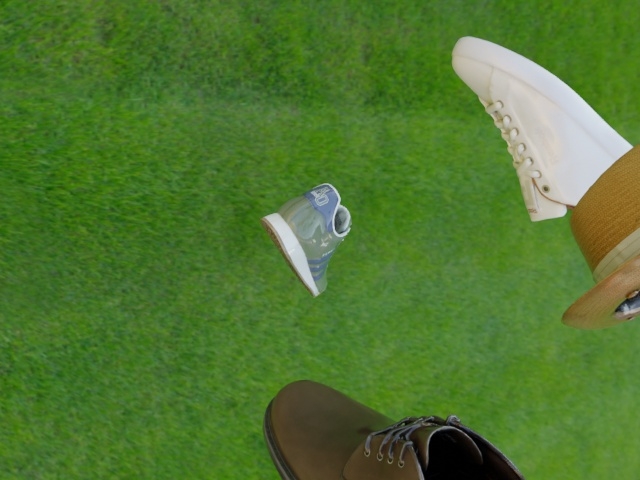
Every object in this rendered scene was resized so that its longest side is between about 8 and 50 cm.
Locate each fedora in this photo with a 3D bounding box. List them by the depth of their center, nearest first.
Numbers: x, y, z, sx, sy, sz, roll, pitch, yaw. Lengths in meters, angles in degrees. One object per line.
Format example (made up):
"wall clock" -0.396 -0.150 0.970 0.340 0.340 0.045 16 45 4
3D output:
"fedora" 0.224 -0.019 0.511 0.194 0.194 0.079 -7 59 -42

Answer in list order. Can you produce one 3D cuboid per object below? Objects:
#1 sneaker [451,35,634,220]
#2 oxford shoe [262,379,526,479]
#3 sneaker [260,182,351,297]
"sneaker" 0.238 -0.097 0.875 0.290 0.106 0.123 40 93 0
"oxford shoe" 0.050 0.123 0.437 0.083 0.227 0.096 -24 124 -36
"sneaker" 0.000 0.000 0.873 0.086 0.064 0.192 -37 158 -5
